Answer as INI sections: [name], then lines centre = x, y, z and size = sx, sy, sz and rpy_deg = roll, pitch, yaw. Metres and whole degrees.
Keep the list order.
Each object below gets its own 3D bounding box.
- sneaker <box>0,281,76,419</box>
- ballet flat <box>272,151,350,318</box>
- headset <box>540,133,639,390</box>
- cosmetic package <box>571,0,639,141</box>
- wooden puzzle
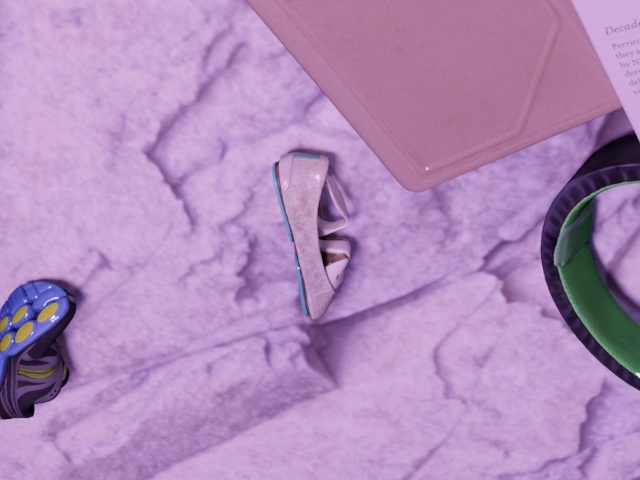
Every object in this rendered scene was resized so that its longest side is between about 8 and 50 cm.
[sneaker]
centre = -0.261, 0.102, 1.580
size = 0.078, 0.067, 0.188
rpy_deg = 11, 137, -25
[ballet flat]
centre = 0.000, 0.000, 1.409
size = 0.052, 0.057, 0.168
rpy_deg = -6, 131, 8
[headset]
centre = 0.332, 0.073, 1.255
size = 0.394, 0.185, 0.243
rpy_deg = 22, 138, 24
[cosmetic package]
centre = 0.225, -0.221, 1.039
size = 0.155, 0.197, 0.365
rpy_deg = -15, 125, 28
[wooden puzzle]
centre = 0.093, -0.149, 1.254
size = 0.238, 0.044, 0.221
rpy_deg = -19, 125, 35
